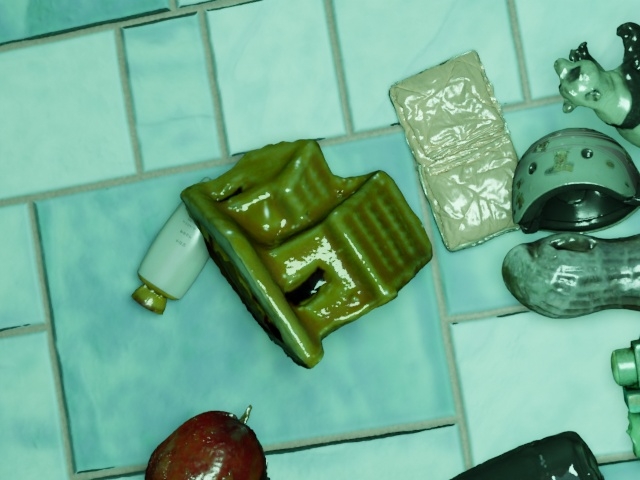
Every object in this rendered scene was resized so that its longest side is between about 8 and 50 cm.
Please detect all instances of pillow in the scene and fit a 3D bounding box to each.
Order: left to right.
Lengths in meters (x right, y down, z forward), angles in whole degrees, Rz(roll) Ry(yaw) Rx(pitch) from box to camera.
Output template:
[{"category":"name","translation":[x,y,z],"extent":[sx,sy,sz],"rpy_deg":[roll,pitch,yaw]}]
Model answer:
[{"category":"pillow","translation":[0.175,-0.110,1.619],"extent":[0.126,0.043,0.233],"rpy_deg":[-19,82,3]}]

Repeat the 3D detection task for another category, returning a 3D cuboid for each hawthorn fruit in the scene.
[{"category":"hawthorn fruit","translation":[-0.128,0.276,1.606],"extent":[0.148,0.148,0.172],"rpy_deg":[31,76,9]}]

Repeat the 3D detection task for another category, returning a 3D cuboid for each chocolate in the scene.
[{"category":"chocolate","translation":[0.338,0.041,1.554],"extent":[0.248,0.110,0.110],"rpy_deg":[0,88,10]}]

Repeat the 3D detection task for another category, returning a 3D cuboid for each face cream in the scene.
[{"category":"face cream","translation":[-0.173,0.007,1.665],"extent":[0.072,0.051,0.182],"rpy_deg":[32,92,8]}]

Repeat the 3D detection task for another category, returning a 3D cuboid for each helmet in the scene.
[{"category":"helmet","translation":[0.294,-0.073,1.535],"extent":[0.153,0.177,0.107],"rpy_deg":[-16,76,19]}]

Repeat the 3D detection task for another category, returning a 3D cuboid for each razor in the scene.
[{"category":"razor","translation":[0.194,0.362,1.560],"extent":[0.326,0.107,0.189],"rpy_deg":[-24,85,9]}]

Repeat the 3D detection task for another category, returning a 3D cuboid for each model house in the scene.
[{"category":"model house","translation":[-0.005,-0.010,1.576],"extent":[0.239,0.173,0.268],"rpy_deg":[-32,85,-11]}]

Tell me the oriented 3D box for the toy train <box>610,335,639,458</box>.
[{"category":"toy train","translation":[0.491,0.174,1.518],"extent":[0.298,0.120,0.194],"rpy_deg":[-7,91,9]}]

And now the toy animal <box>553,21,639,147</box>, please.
[{"category":"toy animal","translation":[0.360,-0.169,1.525],"extent":[0.094,0.225,0.121],"rpy_deg":[-23,56,45]}]
